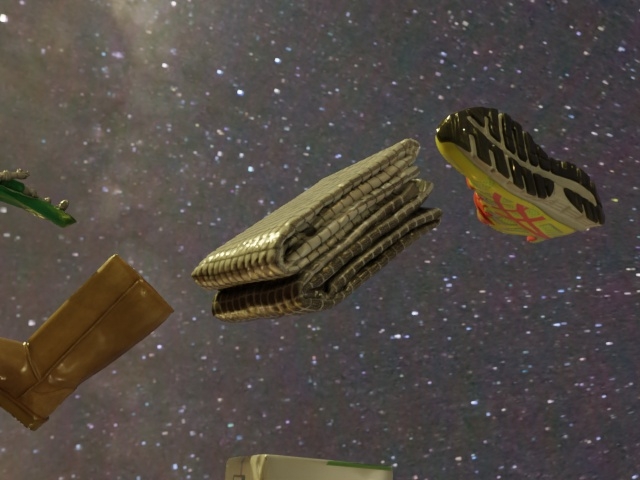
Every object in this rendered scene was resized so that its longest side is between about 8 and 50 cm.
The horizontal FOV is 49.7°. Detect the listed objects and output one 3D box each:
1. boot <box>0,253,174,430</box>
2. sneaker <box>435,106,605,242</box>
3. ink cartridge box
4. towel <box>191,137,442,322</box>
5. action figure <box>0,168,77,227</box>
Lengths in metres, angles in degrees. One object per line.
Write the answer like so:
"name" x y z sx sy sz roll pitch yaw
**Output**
"boot" -0.394 0.118 1.024 0.269 0.236 0.089 -44 -147 -9
"sneaker" 0.174 -0.046 0.651 0.094 0.209 0.081 -32 -138 42
"ink cartridge box" -0.025 0.313 0.842 0.212 0.154 0.093 140 -42 -65
"towel" 0.000 0.000 0.916 0.235 0.284 0.121 -18 -74 56
"action figure" -0.533 -0.092 1.157 0.137 0.232 0.063 6 -106 28
